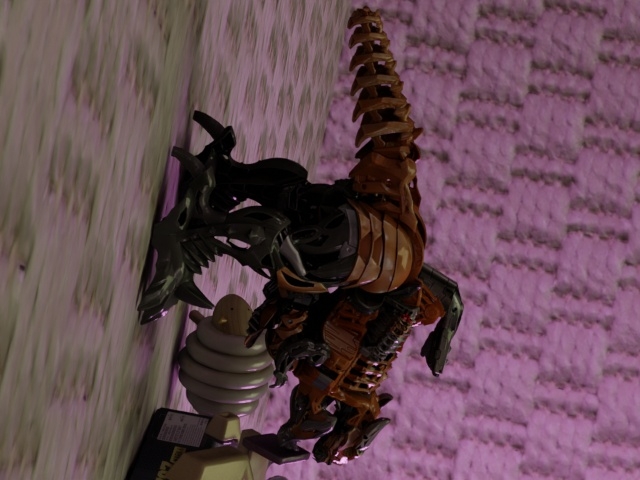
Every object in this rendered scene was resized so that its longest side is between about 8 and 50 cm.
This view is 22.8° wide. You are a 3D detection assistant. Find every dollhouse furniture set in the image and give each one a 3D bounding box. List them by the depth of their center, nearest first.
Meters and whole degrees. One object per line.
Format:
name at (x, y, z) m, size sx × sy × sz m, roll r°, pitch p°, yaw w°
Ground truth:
dollhouse furniture set at (-0.084, 0.184, 1.173) m, size 0.114 × 0.091 × 0.081 m, roll -2°, pitch 109°, yaw -50°

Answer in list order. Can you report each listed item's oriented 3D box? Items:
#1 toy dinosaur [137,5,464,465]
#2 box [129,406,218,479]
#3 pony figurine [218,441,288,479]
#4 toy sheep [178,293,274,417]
toy dinosaur at (0.000, 0.000, 1.123) m, size 0.164 × 0.218 × 0.322 m, roll -22°, pitch 123°, yaw -87°
box at (-0.130, 0.263, 1.206) m, size 0.233 × 0.059 × 0.183 m, roll -74°, pitch 174°, yaw -66°
pony figurine at (-0.049, 0.394, 1.418) m, size 0.351 × 0.302 × 0.363 m, roll -53°, pitch -156°, yaw 13°
toy sheep at (-0.082, 0.109, 1.355) m, size 0.091 × 0.091 × 0.132 m, roll -73°, pitch 170°, yaw -71°
